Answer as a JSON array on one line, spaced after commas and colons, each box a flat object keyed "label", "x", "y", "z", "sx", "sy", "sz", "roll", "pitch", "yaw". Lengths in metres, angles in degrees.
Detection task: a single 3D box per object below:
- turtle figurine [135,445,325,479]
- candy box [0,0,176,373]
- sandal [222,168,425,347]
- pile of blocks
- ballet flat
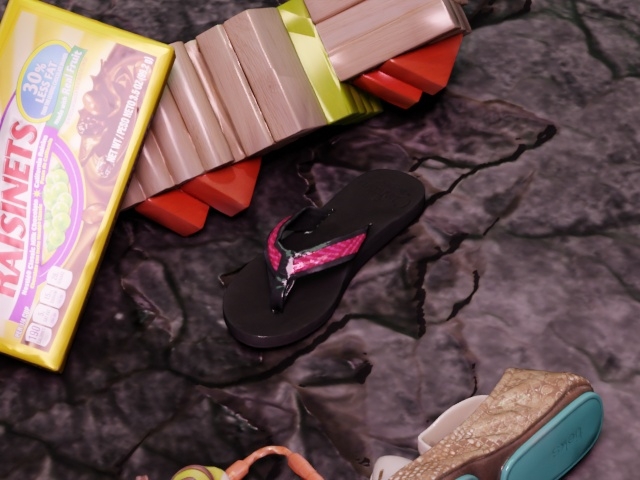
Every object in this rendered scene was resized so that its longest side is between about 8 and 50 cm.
[{"label": "turtle figurine", "x": -0.086, "y": 0.166, "z": 0.890, "sx": 0.217, "sy": 0.087, "sz": 0.269, "roll": -15, "pitch": 24, "yaw": -1}, {"label": "candy box", "x": -0.168, "y": -0.035, "z": 1.098, "sx": 0.105, "sy": 0.027, "sz": 0.205, "roll": 18, "pitch": 82, "yaw": 2}, {"label": "sandal", "x": 0.000, "y": 0.000, "z": 1.138, "sx": 0.067, "sy": 0.040, "sz": 0.179, "roll": 23, "pitch": 49, "yaw": 28}, {"label": "pile of blocks", "x": -0.055, "y": -0.075, "z": 1.200, "sx": 0.362, "sy": 0.149, "sz": 0.112, "roll": -23, "pitch": 87, "yaw": -6}, {"label": "ballet flat", "x": 0.068, "y": 0.128, "z": 0.970, "sx": 0.067, "sy": 0.073, "sz": 0.206, "roll": 18, "pitch": 33, "yaw": 36}]
